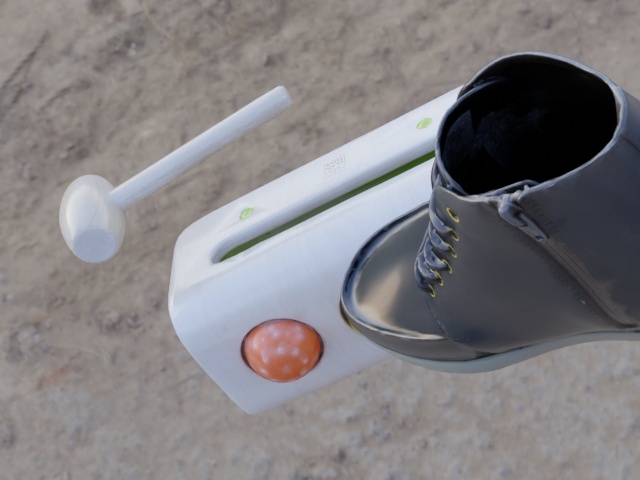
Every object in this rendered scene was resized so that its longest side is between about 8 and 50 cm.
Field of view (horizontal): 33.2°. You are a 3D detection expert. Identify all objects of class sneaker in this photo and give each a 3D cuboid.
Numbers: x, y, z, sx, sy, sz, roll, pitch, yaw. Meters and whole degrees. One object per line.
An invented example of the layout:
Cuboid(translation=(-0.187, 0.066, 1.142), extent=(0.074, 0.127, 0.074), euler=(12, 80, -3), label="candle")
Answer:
Cuboid(translation=(0.058, -0.010, 0.397), extent=(0.222, 0.118, 0.083), euler=(-14, 55, 51), label="sneaker")

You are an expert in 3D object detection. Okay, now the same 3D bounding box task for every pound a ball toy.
Cuboid(translation=(0.000, 0.000, 0.737), extent=(0.319, 0.208, 0.135), euler=(-25, 36, 15), label="pound a ball toy")
